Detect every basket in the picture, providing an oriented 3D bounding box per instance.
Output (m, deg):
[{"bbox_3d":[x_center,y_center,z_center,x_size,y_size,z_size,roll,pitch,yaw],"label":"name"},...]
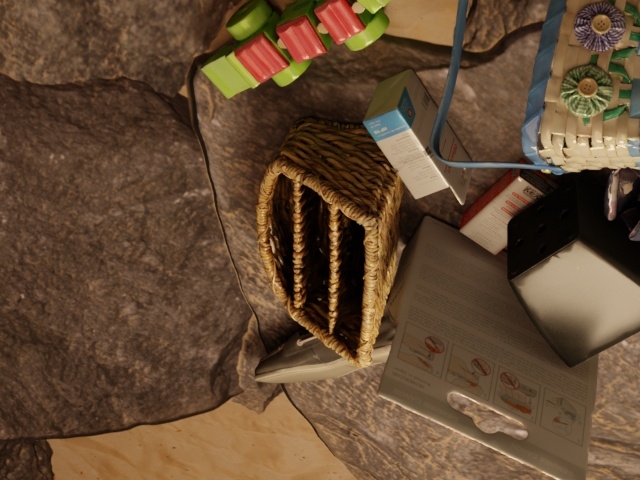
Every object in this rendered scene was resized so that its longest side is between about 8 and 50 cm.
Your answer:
[{"bbox_3d":[0.287,-0.204,1.354,0.288,0.255,0.201,7,175,31],"label":"basket"},{"bbox_3d":[0.000,0.000,1.652,0.213,0.223,0.299,11,133,9],"label":"basket"}]

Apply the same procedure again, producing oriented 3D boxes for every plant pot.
[{"bbox_3d":[0.359,0.029,1.559,0.167,0.187,0.188,36,129,-22],"label":"plant pot"}]

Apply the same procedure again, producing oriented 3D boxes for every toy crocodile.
[{"bbox_3d":[-0.026,-0.278,1.495,0.340,0.105,0.115,-21,120,33],"label":"toy crocodile"}]

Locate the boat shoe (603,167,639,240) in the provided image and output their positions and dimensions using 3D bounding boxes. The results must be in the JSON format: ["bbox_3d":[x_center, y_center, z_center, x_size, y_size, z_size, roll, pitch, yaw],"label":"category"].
[{"bbox_3d":[0.462,-0.138,1.395,0.127,0.158,0.341,46,146,36],"label":"boat shoe"}]

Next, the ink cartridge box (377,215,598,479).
[{"bbox_3d":[0.238,0.164,1.602,0.308,0.385,0.091,26,132,-4],"label":"ink cartridge box"}]

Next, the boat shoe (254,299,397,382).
[{"bbox_3d":[0.027,0.173,1.900,0.335,0.096,0.112,-17,159,34],"label":"boat shoe"}]

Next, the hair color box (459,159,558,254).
[{"bbox_3d":[0.273,-0.047,1.639,0.072,0.043,0.141,33,133,-13],"label":"hair color box"}]

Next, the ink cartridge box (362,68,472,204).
[{"bbox_3d":[0.138,-0.134,1.566,0.060,0.104,0.180,-20,121,31],"label":"ink cartridge box"}]
